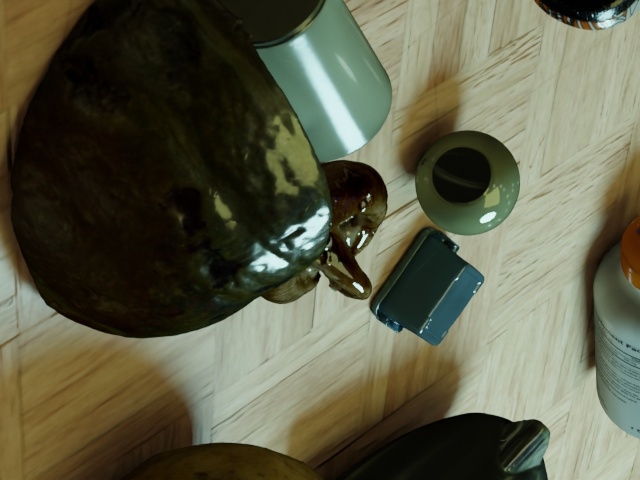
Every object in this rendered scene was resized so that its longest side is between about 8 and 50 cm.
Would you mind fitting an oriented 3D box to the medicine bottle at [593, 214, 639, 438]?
[{"bbox_3d":[0.378,0.088,2.077,0.157,0.157,0.289,-43,148,-22],"label":"medicine bottle"}]

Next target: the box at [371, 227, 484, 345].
[{"bbox_3d":[0.101,0.046,1.729,0.099,0.054,0.074,-55,149,0],"label":"box"}]

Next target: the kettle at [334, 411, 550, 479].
[{"bbox_3d":[0.123,0.285,1.864,0.271,0.207,0.251,-40,141,-40],"label":"kettle"}]

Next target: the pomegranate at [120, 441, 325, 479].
[{"bbox_3d":[-0.074,0.299,1.518,0.281,0.281,0.281,-37,145,-31],"label":"pomegranate"}]

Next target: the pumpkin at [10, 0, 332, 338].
[{"bbox_3d":[-0.098,-0.005,1.264,0.148,0.169,0.312,-42,148,-27],"label":"pumpkin"}]

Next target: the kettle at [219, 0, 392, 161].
[{"bbox_3d":[-0.028,-0.133,1.339,0.148,0.127,0.098,56,39,-56],"label":"kettle"}]

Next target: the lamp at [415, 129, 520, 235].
[{"bbox_3d":[0.135,-0.043,1.673,0.091,0.091,0.163,-55,166,-1],"label":"lamp"}]

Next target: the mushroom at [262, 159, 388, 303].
[{"bbox_3d":[-0.001,-0.001,1.508,0.135,0.080,0.170,-37,149,-7],"label":"mushroom"}]

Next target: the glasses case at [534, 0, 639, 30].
[{"bbox_3d":[0.283,-0.282,1.619,0.267,0.103,0.067,-45,148,-16],"label":"glasses case"}]
